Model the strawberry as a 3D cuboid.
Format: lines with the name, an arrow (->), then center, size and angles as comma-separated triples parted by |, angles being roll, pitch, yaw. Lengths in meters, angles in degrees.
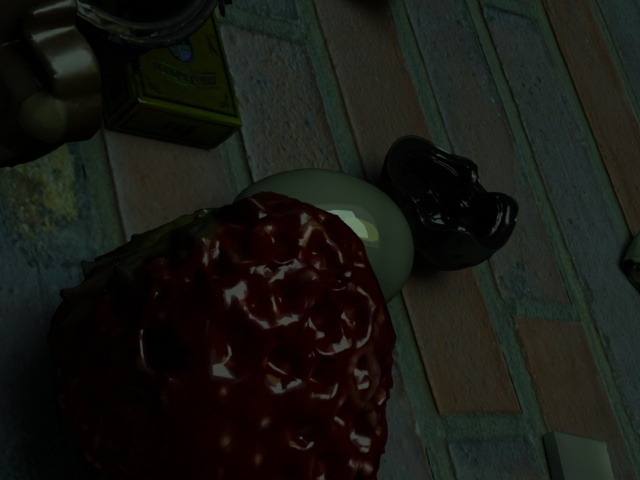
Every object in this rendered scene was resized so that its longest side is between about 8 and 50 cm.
strawberry -> -0.056, 0.143, 1.048 | 0.295, 0.317, 0.345 | -30, 98, -49

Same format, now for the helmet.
helmet -> 0.138, -0.031, 1.527 | 0.177, 0.107, 0.153 | 43, 39, 16

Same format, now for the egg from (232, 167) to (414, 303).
egg -> 0.000, 0.000, 1.322 | 0.209, 0.151, 0.151 | 21, 49, -27

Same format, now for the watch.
watch -> -0.242, -0.258, 1.155 | 0.327, 0.314, 0.335 | -29, 100, -47

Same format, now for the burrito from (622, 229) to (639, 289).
burrito -> 0.490, 0.025, 1.892 | 0.074, 0.044, 0.118 | 43, 42, -10

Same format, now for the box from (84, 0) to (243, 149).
box -> -0.174, -0.213, 1.367 | 0.141, 0.064, 0.220 | 10, 58, -42

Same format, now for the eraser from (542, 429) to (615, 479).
eraser -> 0.323, 0.308, 1.533 | 0.104, 0.023, 0.150 | 18, 52, -37
